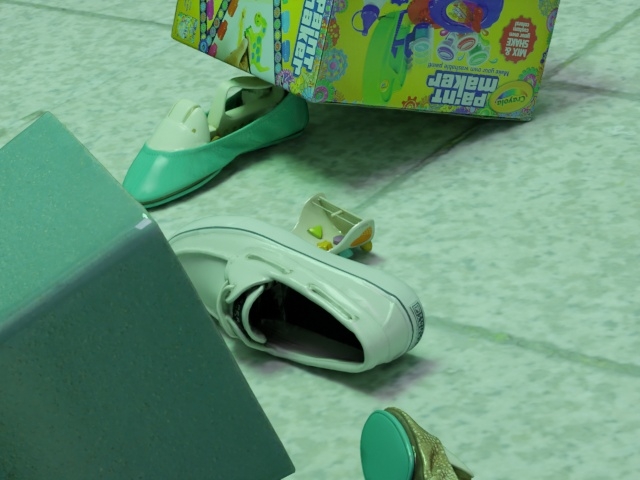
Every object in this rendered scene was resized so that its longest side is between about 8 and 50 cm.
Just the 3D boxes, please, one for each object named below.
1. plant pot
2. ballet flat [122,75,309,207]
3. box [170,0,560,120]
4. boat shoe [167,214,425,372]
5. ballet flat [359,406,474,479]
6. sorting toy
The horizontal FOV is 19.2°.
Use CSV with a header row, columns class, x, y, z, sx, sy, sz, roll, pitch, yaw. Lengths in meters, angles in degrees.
class,x,y,z,sx,sy,sz,roll,pitch,yaw
plant pot,-0.213,0.102,1.386,0.252,0.248,0.247,-34,32,-11
ballet flat,-0.114,-0.117,1.955,0.247,0.087,0.083,-29,33,-36
box,0.048,-0.249,1.980,0.290,0.177,0.279,2,17,-37
boat shoe,-0.043,0.052,1.597,0.267,0.096,0.088,21,33,31
ballet flat,0.082,0.187,1.334,0.067,0.073,0.206,14,23,-19
sorting toy,0.000,0.000,1.745,0.075,0.045,0.083,-29,33,-23
